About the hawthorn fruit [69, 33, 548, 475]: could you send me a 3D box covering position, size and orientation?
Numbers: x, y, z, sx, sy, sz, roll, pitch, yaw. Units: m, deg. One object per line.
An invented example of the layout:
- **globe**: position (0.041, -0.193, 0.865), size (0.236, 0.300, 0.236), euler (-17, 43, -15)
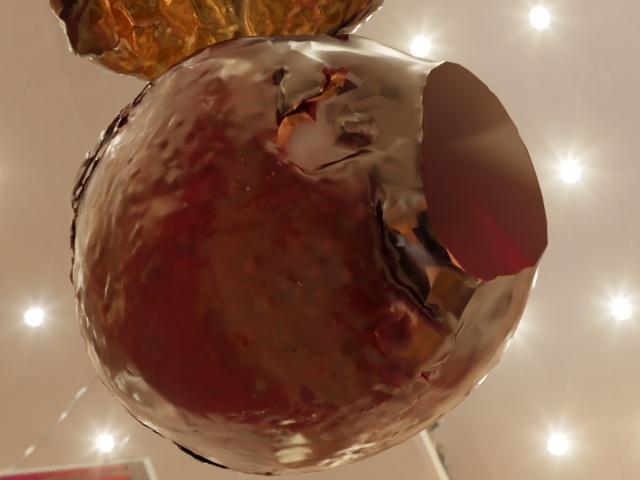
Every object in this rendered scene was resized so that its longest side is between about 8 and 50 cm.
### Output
- **hawthorn fruit**: position (-0.009, 0.005, 0.547), size (0.315, 0.316, 0.316), euler (4, -69, 10)

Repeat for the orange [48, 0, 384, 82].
- **orange**: position (-0.105, -0.321, 0.878), size (0.368, 0.210, 0.271), euler (-14, -44, -16)
